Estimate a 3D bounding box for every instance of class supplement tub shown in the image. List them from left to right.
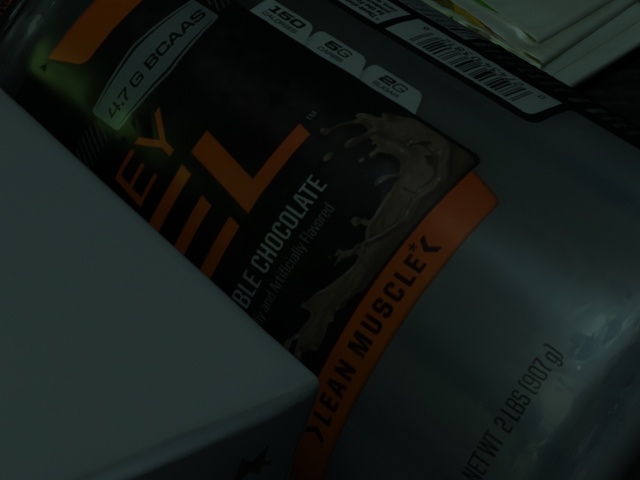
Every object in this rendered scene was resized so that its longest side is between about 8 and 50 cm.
[{"bbox_3d":[0.000,0.000,0.543,0.338,0.207,0.207,35,55,28],"label":"supplement tub"}]

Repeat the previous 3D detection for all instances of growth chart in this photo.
[{"bbox_3d":[0.105,-0.169,0.833,0.172,0.021,0.237,-25,52,-23],"label":"growth chart"}]

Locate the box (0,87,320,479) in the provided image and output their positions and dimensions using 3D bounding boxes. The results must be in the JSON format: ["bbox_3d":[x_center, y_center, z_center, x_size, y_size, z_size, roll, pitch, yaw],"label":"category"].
[{"bbox_3d":[-0.195,0.047,0.462,0.168,0.215,0.345,-18,47,-43],"label":"box"}]
